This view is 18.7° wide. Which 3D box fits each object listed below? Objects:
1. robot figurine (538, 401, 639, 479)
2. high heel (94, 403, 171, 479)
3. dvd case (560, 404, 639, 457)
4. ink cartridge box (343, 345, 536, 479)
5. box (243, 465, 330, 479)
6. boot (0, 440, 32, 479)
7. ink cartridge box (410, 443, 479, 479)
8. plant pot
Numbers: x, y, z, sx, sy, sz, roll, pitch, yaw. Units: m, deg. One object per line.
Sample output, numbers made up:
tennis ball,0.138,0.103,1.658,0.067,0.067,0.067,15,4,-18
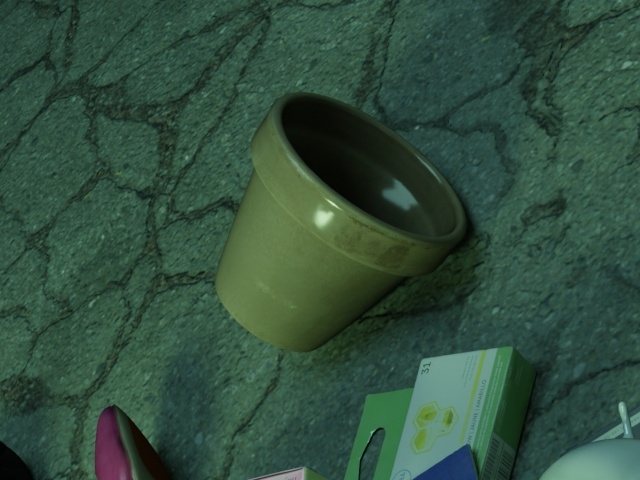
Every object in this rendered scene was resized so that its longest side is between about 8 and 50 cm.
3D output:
robot figurine,0.239,0.314,1.603,0.200,0.300,0.353,88,-153,-76
high heel,-0.248,0.352,2.193,0.181,0.127,0.377,-31,40,8
dvd case,0.311,0.237,1.775,0.164,0.018,0.221,-35,36,20
ink cartridge box,0.102,0.207,2.013,0.235,0.056,0.171,-11,50,40
box,0.002,0.354,1.700,0.117,0.213,0.243,-19,54,35
boot,-0.489,0.435,2.386,0.284,0.138,0.377,-37,32,17
ink cartridge box,0.046,0.381,1.851,0.303,0.072,0.307,-37,47,24
plant pot,0.000,0.000,2.195,0.229,0.263,0.263,-56,29,24
